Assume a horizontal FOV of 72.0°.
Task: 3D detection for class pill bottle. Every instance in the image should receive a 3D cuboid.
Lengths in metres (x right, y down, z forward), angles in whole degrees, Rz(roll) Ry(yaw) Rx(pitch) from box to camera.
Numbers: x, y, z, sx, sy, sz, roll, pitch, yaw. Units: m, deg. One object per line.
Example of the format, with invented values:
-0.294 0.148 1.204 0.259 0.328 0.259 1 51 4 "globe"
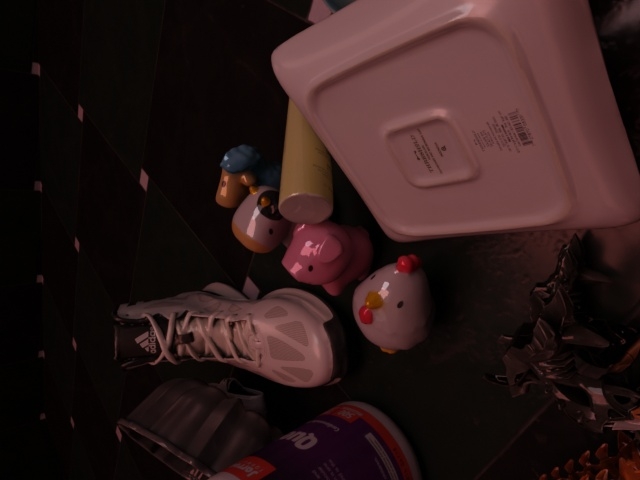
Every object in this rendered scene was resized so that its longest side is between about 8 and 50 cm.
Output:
-0.030 0.342 0.546 0.181 0.323 0.182 11 105 45 "pill bottle"

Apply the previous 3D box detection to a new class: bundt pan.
-0.173 0.355 0.760 0.330 0.124 0.331 23 143 18 "bundt pan"

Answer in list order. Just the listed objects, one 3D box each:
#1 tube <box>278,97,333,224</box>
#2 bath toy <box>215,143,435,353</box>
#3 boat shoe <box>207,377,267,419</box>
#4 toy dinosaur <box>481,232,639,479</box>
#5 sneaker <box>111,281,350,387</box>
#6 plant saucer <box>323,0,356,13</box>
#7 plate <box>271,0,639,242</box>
-0.014 -0.135 0.541 0.070 0.062 0.240 126 151 -52 "tube"
0.000 0.000 0.569 0.348 0.151 0.129 40 146 32 "bath toy"
-0.177 0.310 0.887 0.184 0.066 0.063 4 94 47 "boat shoe"
0.260 0.115 0.337 0.218 0.164 0.322 34 100 19 "toy dinosaur"
-0.179 0.175 0.719 0.447 0.257 0.169 1 98 46 "sneaker"
0.120 -0.340 0.401 0.317 0.043 0.318 -16 66 41 "plant saucer"
0.107 -0.093 0.407 0.278 0.045 0.277 -6 131 46 "plate"
